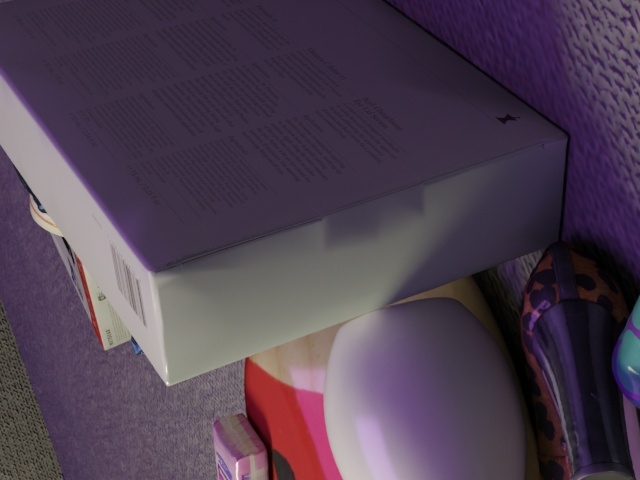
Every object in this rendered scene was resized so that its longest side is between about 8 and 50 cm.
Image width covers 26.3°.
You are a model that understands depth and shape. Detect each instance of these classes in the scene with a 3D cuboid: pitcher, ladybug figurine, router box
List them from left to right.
[{"bbox_3d":[-0.325,-0.057,1.821,0.301,0.082,0.335,60,165,25],"label":"router box"},{"bbox_3d":[0.050,0.193,1.088,0.305,0.161,0.450,24,130,61],"label":"ladybug figurine"},{"bbox_3d":[0.085,0.150,0.887,0.177,0.125,0.207,18,-126,-64],"label":"pitcher"}]

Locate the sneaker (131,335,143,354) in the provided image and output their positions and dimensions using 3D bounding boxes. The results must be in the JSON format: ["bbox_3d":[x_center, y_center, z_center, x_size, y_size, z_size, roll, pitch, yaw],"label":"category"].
[{"bbox_3d":[-0.188,0.071,1.676,0.232,0.081,0.091,-43,65,59],"label":"sneaker"}]

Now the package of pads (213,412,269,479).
[{"bbox_3d":[-0.062,0.182,1.083,0.050,0.032,0.083,-127,28,-47],"label":"package of pads"}]

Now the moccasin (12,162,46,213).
[{"bbox_3d":[-0.159,-0.093,1.316,0.342,0.137,0.117,-6,102,43],"label":"moccasin"}]

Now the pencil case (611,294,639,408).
[{"bbox_3d":[0.205,0.034,0.721,0.152,0.064,0.070,101,157,-53],"label":"pencil case"}]

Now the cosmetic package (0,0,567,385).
[{"bbox_3d":[-0.056,-0.082,0.952,0.377,0.284,0.097,47,149,47],"label":"cosmetic package"}]

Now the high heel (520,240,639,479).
[{"bbox_3d":[0.180,0.132,0.891,0.261,0.093,0.186,72,-168,-49],"label":"high heel"}]

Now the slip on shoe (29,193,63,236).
[{"bbox_3d":[-0.278,-0.142,1.594,0.331,0.123,0.101,-98,30,-50],"label":"slip on shoe"}]
